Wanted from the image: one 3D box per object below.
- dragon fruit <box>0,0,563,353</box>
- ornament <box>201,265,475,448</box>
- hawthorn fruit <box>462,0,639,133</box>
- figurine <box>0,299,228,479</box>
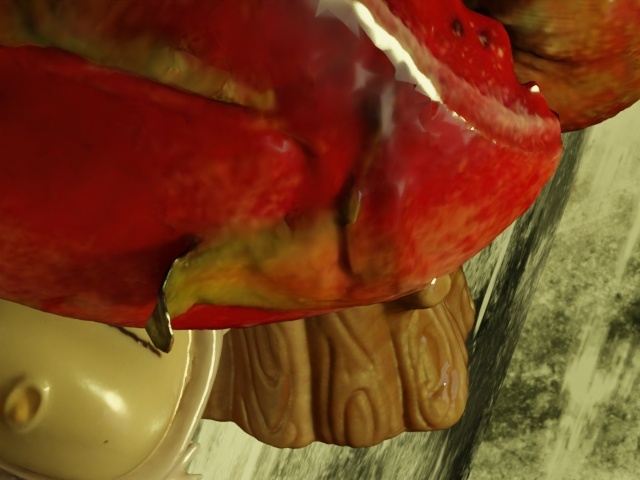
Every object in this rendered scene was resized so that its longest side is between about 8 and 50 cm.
[{"bbox_3d":[-0.071,-0.086,0.716,0.282,0.343,0.100,-33,-160,-1],"label":"dragon fruit"},{"bbox_3d":[0.000,0.000,1.243,0.235,0.221,0.217,-35,148,-18],"label":"ornament"},{"bbox_3d":[0.127,-0.211,1.315,0.299,0.275,0.275,-77,179,-61],"label":"hawthorn fruit"},{"bbox_3d":[-0.145,0.102,0.936,0.287,0.176,0.186,-53,-172,-8],"label":"figurine"}]
